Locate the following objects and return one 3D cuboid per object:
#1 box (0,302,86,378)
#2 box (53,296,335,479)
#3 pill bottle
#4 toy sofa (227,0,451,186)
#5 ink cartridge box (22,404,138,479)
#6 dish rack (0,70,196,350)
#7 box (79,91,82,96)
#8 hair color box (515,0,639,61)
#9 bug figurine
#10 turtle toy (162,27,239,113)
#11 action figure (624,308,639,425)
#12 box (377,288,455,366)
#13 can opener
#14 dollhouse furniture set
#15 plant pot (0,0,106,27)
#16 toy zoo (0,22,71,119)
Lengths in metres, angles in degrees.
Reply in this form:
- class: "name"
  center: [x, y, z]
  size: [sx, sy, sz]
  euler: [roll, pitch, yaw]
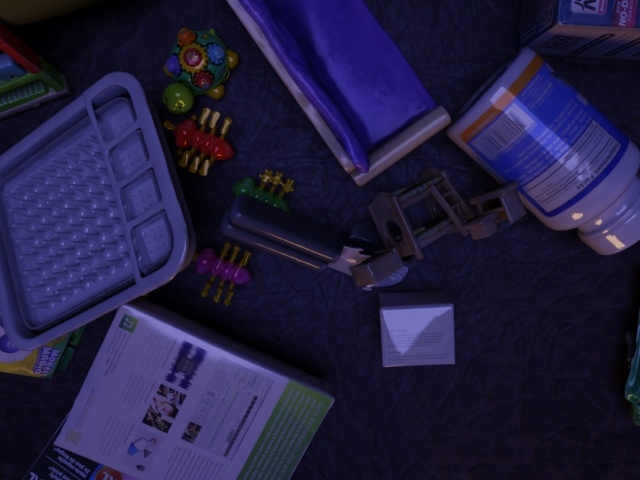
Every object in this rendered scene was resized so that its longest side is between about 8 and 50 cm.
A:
- class: "box"
  center: [-0.442, 0.141, 0.844]
  size: [0.179, 0.043, 0.105]
  euler: [21, 100, -39]
- class: "box"
  center: [-0.173, 0.245, 0.818]
  size: [0.322, 0.058, 0.232]
  euler: [27, 98, -7]
- class: "pill bottle"
  center: [0.315, -0.110, 0.768]
  size: [0.272, 0.152, 0.152]
  euler: [41, 97, -3]
- class: "toy sofa"
  center: [0.006, -0.259, 0.752]
  size: [0.150, 0.177, 0.362]
  euler: [-35, 93, 6]
- class: "ink cartridge box"
  center: [-0.332, 0.343, 0.896]
  size: [0.176, 0.069, 0.370]
  euler: [36, 99, -3]
- class: "dish rack"
  center: [-0.311, -0.031, 0.774]
  size: [0.333, 0.072, 0.285]
  euler: [-26, 76, 21]
- class: "box"
  center: [-0.295, -0.178, 0.831]
  size: [0.083, 0.062, 0.052]
  euler: [11, 99, 1]
- class: "hair color box"
  center: [0.449, -0.293, 0.730]
  size: [0.348, 0.174, 0.105]
  euler: [4, 96, 2]
- class: "bug figurine"
  center: [-0.169, -0.036, 0.838]
  size: [0.216, 0.072, 0.278]
  euler: [28, 92, -7]
- class: "turtle toy"
  center: [-0.179, -0.239, 0.817]
  size: [0.095, 0.066, 0.130]
  euler: [26, 97, -1]
- class: "action figure"
  center: [0.493, 0.158, 0.836]
  size: [0.137, 0.063, 0.232]
  euler: [16, 93, -1]
- class: "box"
  center: [0.134, 0.122, 0.828]
  size: [0.101, 0.102, 0.087]
  euler: [-3, 98, 4]
- class: "can opener"
  center: [0.000, 0.000, 0.812]
  size: [0.281, 0.074, 0.093]
  euler: [18, 58, -20]
- class: "dollhouse furniture set"
  center: [0.137, -0.033, 0.742]
  size: [0.182, 0.161, 0.101]
  euler: [-28, 96, -34]
- class: "plant pot"
  center: [-0.379, -0.398, 0.729]
  size: [0.294, 0.275, 0.274]
  euler: [-5, 97, -13]
- class: "toy zoo"
  center: [-0.481, -0.226, 0.721]
  size: [0.193, 0.293, 0.030]
  euler: [-19, 77, 4]
